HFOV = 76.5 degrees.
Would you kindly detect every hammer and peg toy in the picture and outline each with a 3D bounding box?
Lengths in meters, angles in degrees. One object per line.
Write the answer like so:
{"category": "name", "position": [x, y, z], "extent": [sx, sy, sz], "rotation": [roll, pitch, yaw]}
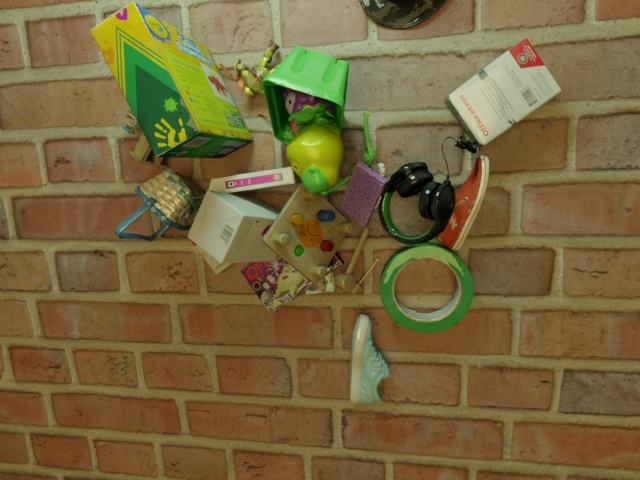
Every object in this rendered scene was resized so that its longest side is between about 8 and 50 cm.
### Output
{"category": "hammer and peg toy", "position": [0.000, 0.000, 1.383], "extent": [0.361, 0.127, 0.266], "rotation": [41, 70, -30]}

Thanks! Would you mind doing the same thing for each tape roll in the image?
{"category": "tape roll", "position": [0.375, 0.168, 1.455], "extent": [0.321, 0.077, 0.321], "rotation": [2, 102, 9]}

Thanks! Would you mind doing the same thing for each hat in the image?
{"category": "hat", "position": [0.270, -0.843, 1.253], "extent": [0.331, 0.134, 0.331], "rotation": [2, 101, 8]}

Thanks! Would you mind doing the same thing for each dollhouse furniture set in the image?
{"category": "dollhouse furniture set", "position": [-0.640, -0.377, 1.505], "extent": [0.184, 0.129, 0.129], "rotation": [40, 106, 25]}

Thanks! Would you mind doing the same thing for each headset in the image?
{"category": "headset", "position": [0.362, -0.167, 1.350], "extent": [0.243, 0.185, 0.394], "rotation": [48, 123, 28]}

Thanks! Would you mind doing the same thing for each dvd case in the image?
{"category": "dvd case", "position": [-0.005, 0.158, 1.545], "extent": [0.119, 0.013, 0.087], "rotation": [-7, 99, 10]}

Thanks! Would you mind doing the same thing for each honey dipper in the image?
{"category": "honey dipper", "position": [0.167, 0.128, 1.506], "extent": [0.030, 0.030, 0.160], "rotation": [35, 101, 1]}

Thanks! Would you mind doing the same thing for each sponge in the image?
{"category": "sponge", "position": [0.143, -0.155, 1.386], "extent": [0.117, 0.031, 0.210], "rotation": [37, 138, 16]}

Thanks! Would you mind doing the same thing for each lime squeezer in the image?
{"category": "lime squeezer", "position": [0.125, -0.273, 1.405], "extent": [0.110, 0.059, 0.310], "rotation": [17, 110, -36]}

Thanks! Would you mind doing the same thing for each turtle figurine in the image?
{"category": "turtle figurine", "position": [-0.211, -0.579, 1.401], "extent": [0.269, 0.087, 0.217], "rotation": [44, 104, -1]}

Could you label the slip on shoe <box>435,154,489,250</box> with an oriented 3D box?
{"category": "slip on shoe", "position": [0.479, -0.129, 1.366], "extent": [0.101, 0.123, 0.331], "rotation": [21, 108, 9]}

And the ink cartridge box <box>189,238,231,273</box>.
{"category": "ink cartridge box", "position": [-0.391, 0.021, 1.550], "extent": [0.127, 0.072, 0.175], "rotation": [-35, 94, 13]}

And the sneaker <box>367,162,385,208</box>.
{"category": "sneaker", "position": [0.172, -0.187, 1.410], "extent": [0.075, 0.063, 0.170], "rotation": [1, 111, -20]}

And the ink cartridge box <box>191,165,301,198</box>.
{"category": "ink cartridge box", "position": [-0.251, -0.205, 1.432], "extent": [0.371, 0.176, 0.069], "rotation": [-9, 99, 11]}

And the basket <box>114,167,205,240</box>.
{"category": "basket", "position": [-0.571, -0.107, 1.463], "extent": [0.289, 0.255, 0.201], "rotation": [-39, 86, 4]}

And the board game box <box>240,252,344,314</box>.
{"category": "board game box", "position": [-0.110, 0.101, 1.527], "extent": [0.347, 0.056, 0.208], "rotation": [-37, 84, 14]}

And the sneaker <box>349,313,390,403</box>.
{"category": "sneaker", "position": [0.189, 0.443, 1.519], "extent": [0.150, 0.135, 0.366], "rotation": [2, 110, 1]}

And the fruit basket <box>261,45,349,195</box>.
{"category": "fruit basket", "position": [-0.040, -0.333, 1.255], "extent": [0.283, 0.392, 0.392], "rotation": [20, 103, 5]}

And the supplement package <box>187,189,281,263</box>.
{"category": "supplement package", "position": [-0.260, -0.041, 1.385], "extent": [0.175, 0.293, 0.177], "rotation": [33, 104, 25]}

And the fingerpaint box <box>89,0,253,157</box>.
{"category": "fingerpaint box", "position": [-0.428, -0.457, 1.275], "extent": [0.163, 0.445, 0.371], "rotation": [-24, 97, 13]}

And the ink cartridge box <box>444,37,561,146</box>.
{"category": "ink cartridge box", "position": [0.565, -0.457, 1.287], "extent": [0.273, 0.114, 0.197], "rotation": [-35, 94, 13]}
